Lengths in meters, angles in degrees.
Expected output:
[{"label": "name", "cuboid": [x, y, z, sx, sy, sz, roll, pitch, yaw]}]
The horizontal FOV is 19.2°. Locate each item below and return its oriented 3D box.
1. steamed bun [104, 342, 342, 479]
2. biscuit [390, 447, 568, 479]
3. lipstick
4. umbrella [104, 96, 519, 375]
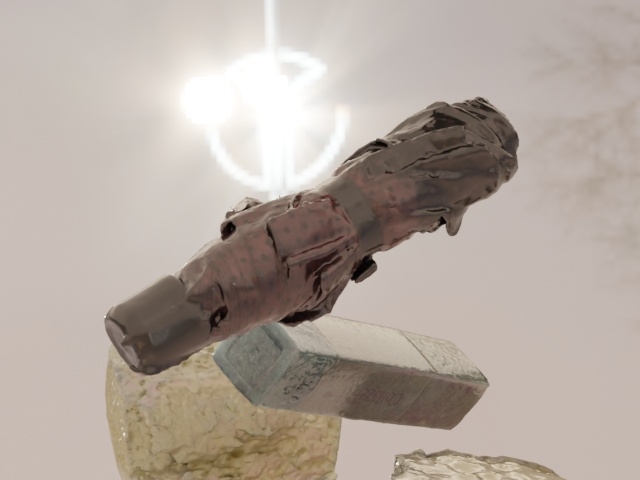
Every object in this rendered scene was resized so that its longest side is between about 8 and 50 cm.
[{"label": "steamed bun", "cuboid": [-0.086, 0.191, 1.847, 0.225, 0.200, 0.170, -9, -147, -15]}, {"label": "biscuit", "cuboid": [0.149, 0.238, 1.819, 0.188, 0.040, 0.265, 15, -172, 38]}, {"label": "lipstick", "cuboid": [0.035, 0.115, 1.665, 0.068, 0.066, 0.317, 47, -162, 32]}, {"label": "umbrella", "cuboid": [0.000, 0.000, 1.276, 0.326, 0.094, 0.090, -32, -166, -21]}]
